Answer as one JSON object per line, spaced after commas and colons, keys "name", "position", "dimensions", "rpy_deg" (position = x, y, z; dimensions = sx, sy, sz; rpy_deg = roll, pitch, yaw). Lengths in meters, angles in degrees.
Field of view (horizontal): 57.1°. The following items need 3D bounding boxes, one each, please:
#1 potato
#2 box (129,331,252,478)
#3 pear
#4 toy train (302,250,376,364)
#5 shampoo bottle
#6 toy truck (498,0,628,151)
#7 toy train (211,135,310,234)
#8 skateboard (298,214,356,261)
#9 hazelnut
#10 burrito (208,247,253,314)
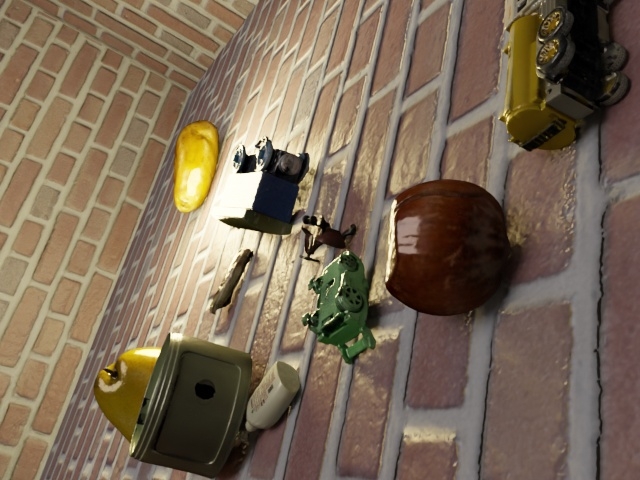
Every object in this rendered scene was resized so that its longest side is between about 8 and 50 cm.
{"name": "potato", "position": [-0.436, -0.261, 2.031], "dimensions": [0.195, 0.176, 0.369], "rpy_deg": [-17, 50, 23]}
{"name": "box", "position": [-0.231, 0.290, 1.048], "dimensions": [0.226, 0.149, 0.226], "rpy_deg": [-160, 90, -75]}
{"name": "pear", "position": [-0.476, 0.370, 1.483], "dimensions": [0.267, 0.178, 0.267], "rpy_deg": [-51, 24, 33]}
{"name": "toy train", "position": [0.034, 0.091, 0.851], "dimensions": [0.099, 0.081, 0.149], "rpy_deg": [-44, 26, 38]}
{"name": "shampoo bottle", "position": [-0.092, 0.273, 0.957], "dimensions": [0.152, 0.045, 0.077], "rpy_deg": [-55, 26, 16]}
{"name": "toy truck", "position": [0.260, -0.217, 0.660], "dimensions": [0.114, 0.098, 0.227], "rpy_deg": [-36, 38, 57]}
{"name": "toy train", "position": [-0.134, -0.115, 1.328], "dimensions": [0.300, 0.131, 0.202], "rpy_deg": [8, 81, 65]}
{"name": "skateboard", "position": [0.000, 0.000, 1.032], "dimensions": [0.151, 0.067, 0.080], "rpy_deg": [-171, 95, -70]}
{"name": "hazelnut", "position": [0.140, 0.008, 0.661], "dimensions": [0.143, 0.143, 0.154], "rpy_deg": [-26, 52, 54]}
{"name": "burrito", "position": [-0.208, 0.094, 1.366], "dimensions": [0.171, 0.042, 0.051], "rpy_deg": [-66, 14, -7]}
